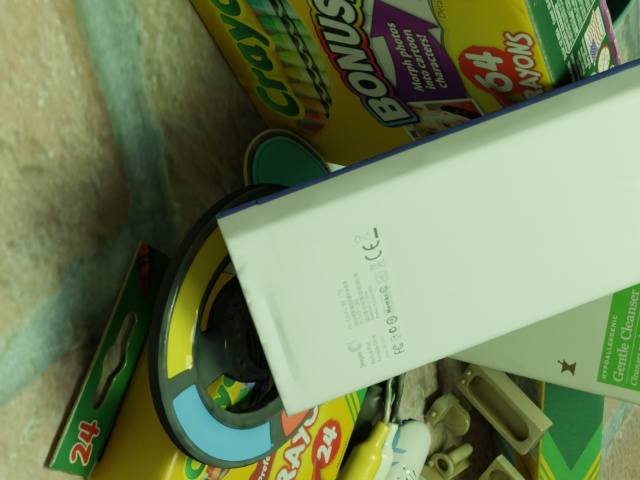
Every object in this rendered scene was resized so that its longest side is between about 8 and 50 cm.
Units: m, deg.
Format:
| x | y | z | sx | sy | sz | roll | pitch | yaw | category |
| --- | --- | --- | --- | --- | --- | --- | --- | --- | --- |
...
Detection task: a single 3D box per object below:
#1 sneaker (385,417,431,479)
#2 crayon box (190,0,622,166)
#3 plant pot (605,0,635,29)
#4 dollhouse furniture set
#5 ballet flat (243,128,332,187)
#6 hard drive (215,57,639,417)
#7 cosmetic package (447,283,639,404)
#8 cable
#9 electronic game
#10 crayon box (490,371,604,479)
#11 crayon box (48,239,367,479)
| x | y | z | sx | sy | sz | roll | pitch | yaw | category |
| --- | --- | --- | --- | --- | --- | --- | --- | --- | --- |
| 0.070 | 0.299 | 1.384 | 0.237 | 0.086 | 0.085 | -56 | 140 | -32 | sneaker |
| 0.050 | -0.184 | 0.971 | 0.106 | 0.313 | 0.363 | -61 | 144 | -24 | crayon box |
| 0.164 | -0.320 | 1.141 | 0.235 | 0.293 | 0.293 | -59 | 147 | -56 | plant pot |
| 0.170 | 0.248 | 1.465 | 0.123 | 0.144 | 0.151 | -23 | 151 | -43 | dollhouse furniture set |
| 0.000 | 0.000 | 1.168 | 0.086 | 0.086 | 0.248 | -48 | 116 | -37 | ballet flat |
| 0.100 | 0.005 | 0.932 | 0.319 | 0.040 | 0.210 | -20 | 137 | -5 | hard drive |
| 0.247 | 0.048 | 1.305 | 0.155 | 0.366 | 0.196 | 9 | 91 | -59 | cosmetic package |
| 0.081 | 0.151 | 1.282 | 0.287 | 0.072 | 0.139 | -61 | 171 | 14 | cable |
| -0.052 | 0.068 | 1.003 | 0.229 | 0.048 | 0.229 | -18 | 113 | -50 | electronic game |
| 0.279 | 0.261 | 1.591 | 0.203 | 0.083 | 0.322 | -112 | -160 | -68 | crayon box |
| -0.078 | 0.147 | 1.108 | 0.318 | 0.081 | 0.202 | 34 | 73 | -55 | crayon box |
